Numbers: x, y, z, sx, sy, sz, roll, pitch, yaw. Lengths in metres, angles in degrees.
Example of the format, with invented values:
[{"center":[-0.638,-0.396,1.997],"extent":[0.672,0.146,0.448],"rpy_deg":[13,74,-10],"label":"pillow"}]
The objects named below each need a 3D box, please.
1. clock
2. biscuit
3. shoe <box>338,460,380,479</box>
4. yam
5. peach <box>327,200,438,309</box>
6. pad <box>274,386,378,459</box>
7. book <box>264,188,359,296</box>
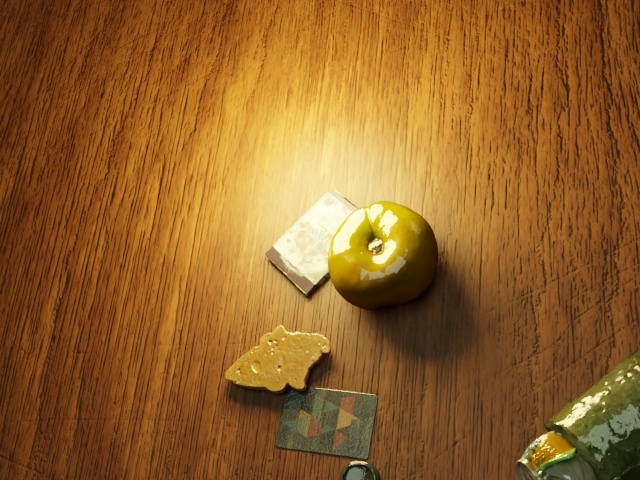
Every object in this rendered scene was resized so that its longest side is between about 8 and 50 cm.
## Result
[{"center":[0.432,0.442,1.720],"extent":[0.103,0.231,0.144],"rpy_deg":[-22,60,-14],"label":"clock"},{"center":[-0.094,0.269,2.087],"extent":[0.250,0.035,0.162],"rpy_deg":[-17,56,9],"label":"biscuit"},{"center":[0.061,0.553,1.868],"extent":[0.108,0.093,0.241],"rpy_deg":[0,64,17],"label":"shoe"},{"center":[0.589,0.326,1.745],"extent":[0.300,0.195,0.195],"rpy_deg":[-38,60,-1],"label":"yam"},{"center":[0.134,0.030,2.063],"extent":[0.251,0.153,0.251],"rpy_deg":[-9,55,13],"label":"peach"},{"center":[0.012,0.385,2.014],"extent":[0.211,0.003,0.143],"rpy_deg":[3,67,19],"label":"pad"},{"center":[0.000,0.000,2.189],"extent":[0.231,0.026,0.157],"rpy_deg":[-45,60,-6],"label":"book"}]
